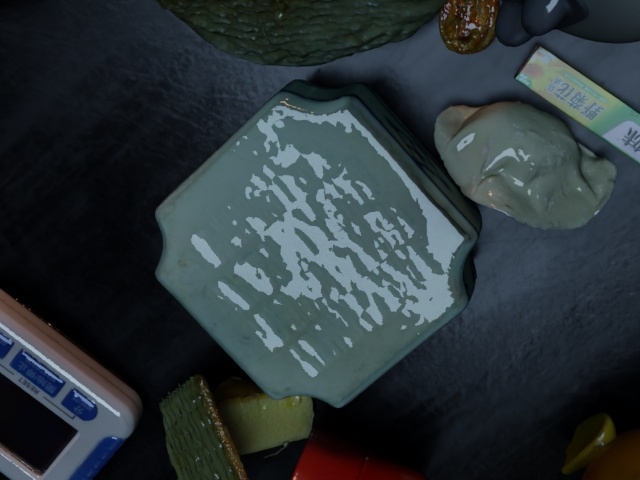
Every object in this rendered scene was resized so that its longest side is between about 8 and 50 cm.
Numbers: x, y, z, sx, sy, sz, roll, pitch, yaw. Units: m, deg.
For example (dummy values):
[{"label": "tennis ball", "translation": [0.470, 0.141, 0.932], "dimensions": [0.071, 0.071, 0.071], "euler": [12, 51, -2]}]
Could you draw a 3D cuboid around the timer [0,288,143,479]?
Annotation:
[{"label": "timer", "translation": [-0.348, 0.179, 1.149], "dimensions": [0.253, 0.078, 0.178], "euler": [39, 109, -7]}]

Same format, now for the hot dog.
[{"label": "hot dog", "translation": [0.148, -0.226, 0.971], "dimensions": [0.058, 0.035, 0.083], "euler": [5, 105, 14]}]

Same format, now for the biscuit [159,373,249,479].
[{"label": "biscuit", "translation": [-0.139, 0.229, 1.099], "dimensions": [0.144, 0.016, 0.203], "euler": [66, 150, 9]}]

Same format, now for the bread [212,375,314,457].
[{"label": "bread", "translation": [-0.063, 0.204, 1.103], "dimensions": [0.109, 0.080, 0.084], "euler": [0, 107, 14]}]

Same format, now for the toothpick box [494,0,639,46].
[{"label": "toothpick box", "translation": [0.245, -0.301, 0.804], "dimensions": [0.229, 0.229, 0.316], "euler": [31, 86, 2]}]

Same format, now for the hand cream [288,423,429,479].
[{"label": "hand cream", "translation": [0.013, 0.324, 1.046], "dimensions": [0.149, 0.230, 0.230], "euler": [25, 108, 1]}]

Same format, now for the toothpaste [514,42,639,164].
[{"label": "toothpaste", "translation": [0.276, -0.129, 0.971], "dimensions": [0.178, 0.037, 0.043], "euler": [35, 107, 1]}]

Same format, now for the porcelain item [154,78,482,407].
[{"label": "porcelain item", "translation": [0.000, 0.000, 0.997], "dimensions": [0.286, 0.157, 0.281], "euler": [-43, 95, 17]}]

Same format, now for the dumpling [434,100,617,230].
[{"label": "dumpling", "translation": [0.189, -0.066, 0.953], "dimensions": [0.169, 0.134, 0.100], "euler": [34, 142, -13]}]

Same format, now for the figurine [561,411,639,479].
[{"label": "figurine", "translation": [0.360, 0.285, 0.989], "dimensions": [0.215, 0.215, 0.228], "euler": [-37, 108, 18]}]

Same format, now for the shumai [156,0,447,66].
[{"label": "shumai", "translation": [-0.013, -0.342, 0.920], "dimensions": [0.309, 0.304, 0.263], "euler": [9, 71, -1]}]
